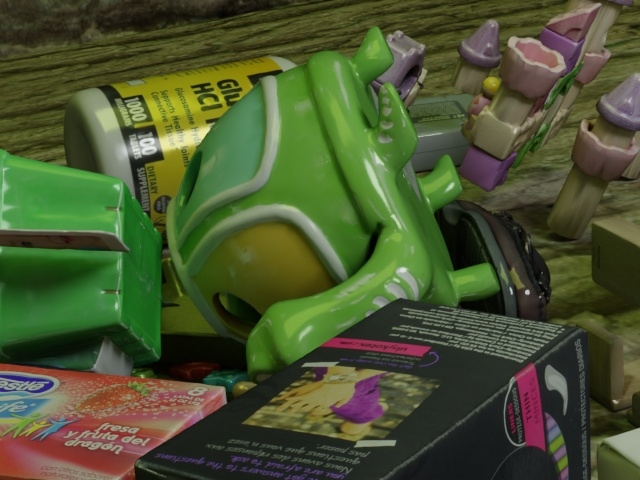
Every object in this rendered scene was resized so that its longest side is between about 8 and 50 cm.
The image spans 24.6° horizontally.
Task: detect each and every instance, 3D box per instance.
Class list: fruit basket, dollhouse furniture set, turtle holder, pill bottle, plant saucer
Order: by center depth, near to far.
[{"bbox_3d":[-0.300,0.044,1.116,0.353,0.165,0.327,-7,-13,0],"label":"fruit basket"},{"bbox_3d":[0.285,0.056,1.131,0.123,0.151,0.144,-13,22,-20],"label":"dollhouse furniture set"},{"bbox_3d":[0.005,0.004,1.203,0.227,0.243,0.320,-25,57,10],"label":"turtle holder"},{"bbox_3d":[-0.102,0.070,1.372,0.188,0.045,0.188,2,20,22],"label":"plant saucer"},{"bbox_3d":[-0.109,-0.107,1.676,0.333,0.188,0.188,-14,20,-21],"label":"pill bottle"}]

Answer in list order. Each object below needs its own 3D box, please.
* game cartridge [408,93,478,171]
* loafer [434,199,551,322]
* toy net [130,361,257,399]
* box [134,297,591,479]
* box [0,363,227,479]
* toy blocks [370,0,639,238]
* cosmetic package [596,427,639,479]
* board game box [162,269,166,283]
[{"bbox_3d":[0.092,-0.135,1.916,0.297,0.062,0.198,-7,23,-3],"label":"game cartridge"},{"bbox_3d":[0.170,0.017,1.361,0.095,0.109,0.302,-3,16,-8],"label":"loafer"},{"bbox_3d":[-0.060,0.127,1.203,0.232,0.045,0.122,-4,5,-4],"label":"toy net"},{"bbox_3d":[0.039,0.159,0.872,0.143,0.165,0.270,8,24,36],"label":"box"},{"bbox_3d":[-0.210,0.174,0.931,0.299,0.154,0.142,2,20,26],"label":"box"},{"bbox_3d":[0.247,-0.210,1.605,0.309,0.260,0.288,31,32,15],"label":"toy blocks"},{"bbox_3d":[0.281,0.212,0.602,0.155,0.197,0.365,-14,21,-23],"label":"cosmetic package"},{"bbox_3d":[-0.299,0.027,1.465,0.208,0.056,0.347,-19,17,-18],"label":"board game box"}]
